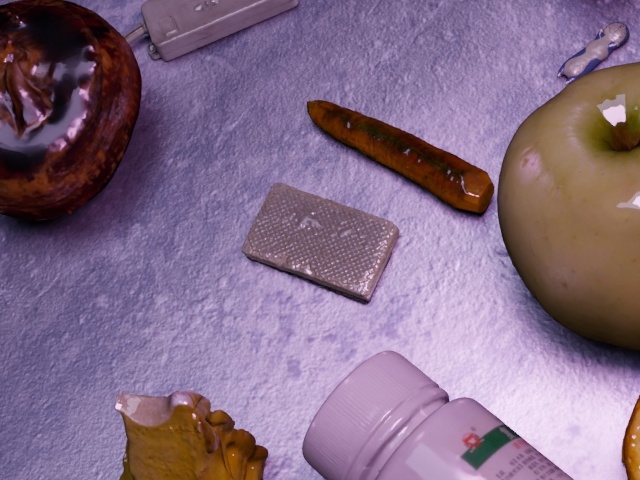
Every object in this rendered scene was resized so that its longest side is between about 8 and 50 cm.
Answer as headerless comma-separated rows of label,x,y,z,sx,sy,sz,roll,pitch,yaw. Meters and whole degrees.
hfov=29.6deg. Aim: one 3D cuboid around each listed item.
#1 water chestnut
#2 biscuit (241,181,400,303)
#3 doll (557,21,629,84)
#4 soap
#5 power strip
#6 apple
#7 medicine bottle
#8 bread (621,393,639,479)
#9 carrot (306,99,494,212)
water chestnut,-0.428,-0.209,1.730,0.351,0.302,0.350,-3,71,10
biscuit,0.000,0.000,1.691,0.199,0.040,0.121,19,71,20
doll,0.389,-0.267,1.724,0.125,0.027,0.037,-40,72,-6
soap,-0.169,0.376,1.423,0.169,0.304,0.338,-2,67,16
power strip,-0.179,-0.353,1.875,0.288,0.053,0.093,-23,65,1
apple,0.391,-0.030,1.450,0.357,0.357,0.357,-5,67,11
medicine bottle,0.157,0.298,1.435,0.340,0.208,0.208,39,80,24
bread,0.426,0.243,1.431,0.147,0.160,0.260,12,76,23
carrot,0.104,-0.127,1.715,0.314,0.066,0.066,29,76,25
